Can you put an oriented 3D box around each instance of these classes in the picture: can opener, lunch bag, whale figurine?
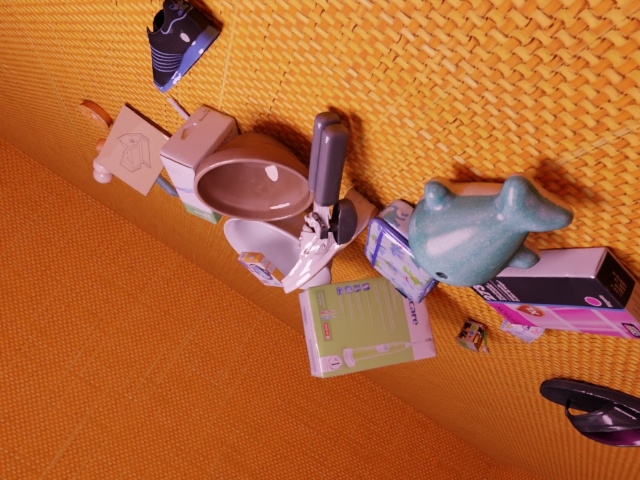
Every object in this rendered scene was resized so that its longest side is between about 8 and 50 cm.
[{"bbox_3d":[0.020,-0.101,0.895,0.280,0.093,0.074,91,158,-48],"label":"can opener"},{"bbox_3d":[0.432,0.176,1.064,0.071,0.053,0.083,28,153,9],"label":"lunch bag"},{"bbox_3d":[0.238,-0.009,0.755,0.216,0.141,0.272,36,161,-9],"label":"whale figurine"},{"bbox_3d":[0.171,0.024,1.006,0.176,0.090,0.219,45,164,15],"label":"lunch bag"}]

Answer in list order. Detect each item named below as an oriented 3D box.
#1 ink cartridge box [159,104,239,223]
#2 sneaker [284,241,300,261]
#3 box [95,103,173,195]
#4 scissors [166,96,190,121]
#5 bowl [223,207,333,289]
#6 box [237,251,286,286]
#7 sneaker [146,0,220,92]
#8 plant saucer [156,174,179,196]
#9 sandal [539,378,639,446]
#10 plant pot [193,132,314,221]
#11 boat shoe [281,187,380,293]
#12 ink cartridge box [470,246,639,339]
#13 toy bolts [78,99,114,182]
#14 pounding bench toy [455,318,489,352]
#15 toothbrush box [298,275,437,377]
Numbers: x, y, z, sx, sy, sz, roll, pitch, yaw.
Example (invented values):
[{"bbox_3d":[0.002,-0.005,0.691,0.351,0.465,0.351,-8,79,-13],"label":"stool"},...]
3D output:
[{"bbox_3d":[-0.244,-0.162,1.096,0.093,0.154,0.212,23,154,17],"label":"ink cartridge box"},{"bbox_3d":[-0.108,0.005,1.456,0.279,0.107,0.118,-2,-174,37],"label":"sneaker"},{"bbox_3d":[-0.495,-0.239,1.346,0.165,0.021,0.201,36,120,-12],"label":"box"},{"bbox_3d":[-0.263,-0.226,1.204,0.297,0.021,0.109,40,162,-27],"label":"scissors"},{"bbox_3d":[-0.081,-0.010,1.258,0.298,0.134,0.297,23,154,12],"label":"bowl"},{"bbox_3d":[-0.143,0.080,1.301,0.081,0.028,0.136,0,140,45],"label":"box"},{"bbox_3d":[-0.249,-0.327,0.841,0.090,0.081,0.232,43,152,-22],"label":"sneaker"},{"bbox_3d":[-0.564,-0.218,1.727,0.067,0.018,0.192,14,156,43],"label":"plant saucer"},{"bbox_3d":[0.713,0.432,1.177,0.167,0.107,0.446,43,159,-29],"label":"sandal"},{"bbox_3d":[-0.130,-0.137,1.006,0.238,0.109,0.237,0,154,0],"label":"plant pot"},{"bbox_3d":[0.000,0.000,1.062,0.096,0.277,0.098,45,-160,0],"label":"boat shoe"},{"bbox_3d":[0.384,0.090,0.910,0.176,0.069,0.371,39,163,-19],"label":"ink cartridge box"},{"bbox_3d":[-0.650,-0.273,1.494,0.218,0.158,0.228,33,162,-2],"label":"toy bolts"},{"bbox_3d":[0.398,0.244,1.270,0.083,0.065,0.052,16,155,41],"label":"pounding bench toy"},{"bbox_3d":[0.108,0.199,1.197,0.284,0.206,0.122,-8,169,-14],"label":"toothbrush box"}]
